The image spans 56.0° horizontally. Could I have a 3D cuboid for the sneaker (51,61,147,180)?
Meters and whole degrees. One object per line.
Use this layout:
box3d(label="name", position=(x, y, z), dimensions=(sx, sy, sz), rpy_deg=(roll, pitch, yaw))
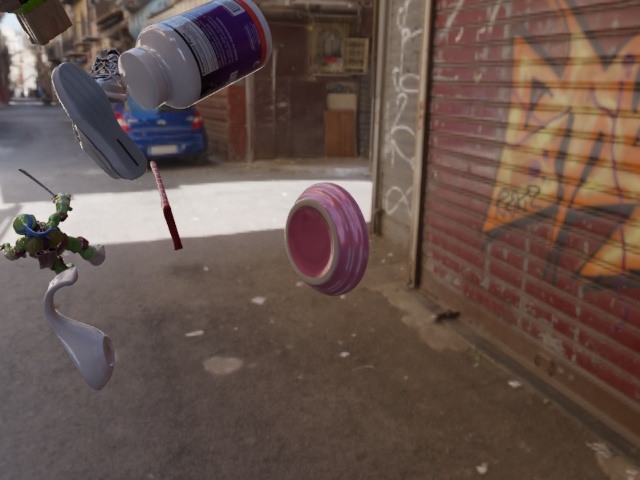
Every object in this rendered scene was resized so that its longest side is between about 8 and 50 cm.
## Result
box3d(label="sneaker", position=(-0.452, -0.221, 1.187), dimensions=(0.091, 0.258, 0.094), rpy_deg=(-9, 33, 31))

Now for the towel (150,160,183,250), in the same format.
box3d(label="towel", position=(-0.521, -0.117, 2.020), dimensions=(0.031, 0.198, 0.274), rpy_deg=(-17, 45, -14))

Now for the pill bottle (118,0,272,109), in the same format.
box3d(label="pill bottle", position=(-0.271, -0.408, 1.320), dimensions=(0.182, 0.181, 0.323), rpy_deg=(14, 42, 41))

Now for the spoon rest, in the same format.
box3d(label="spoon rest", position=(-0.497, 0.189, 1.241), dimensions=(0.084, 0.276, 0.137), rpy_deg=(-12, 28, -4))

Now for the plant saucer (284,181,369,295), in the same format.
box3d(label="plant saucer", position=(0.000, 0.000, 1.729), dimensions=(0.084, 0.331, 0.332), rpy_deg=(-9, 17, -38))

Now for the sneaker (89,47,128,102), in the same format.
box3d(label="sneaker", position=(-0.517, -0.393, 1.430), dimensions=(0.105, 0.115, 0.281), rpy_deg=(-6, 25, -10))

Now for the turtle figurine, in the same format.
box3d(label="turtle figurine", position=(-0.683, -0.023, 1.495), dimensions=(0.275, 0.197, 0.266), rpy_deg=(12, -26, 26))

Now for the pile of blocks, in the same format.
box3d(label="pile of blocks", position=(-0.780, -0.622, 1.450), dimensions=(0.113, 0.148, 0.362), rpy_deg=(13, -15, 32))
